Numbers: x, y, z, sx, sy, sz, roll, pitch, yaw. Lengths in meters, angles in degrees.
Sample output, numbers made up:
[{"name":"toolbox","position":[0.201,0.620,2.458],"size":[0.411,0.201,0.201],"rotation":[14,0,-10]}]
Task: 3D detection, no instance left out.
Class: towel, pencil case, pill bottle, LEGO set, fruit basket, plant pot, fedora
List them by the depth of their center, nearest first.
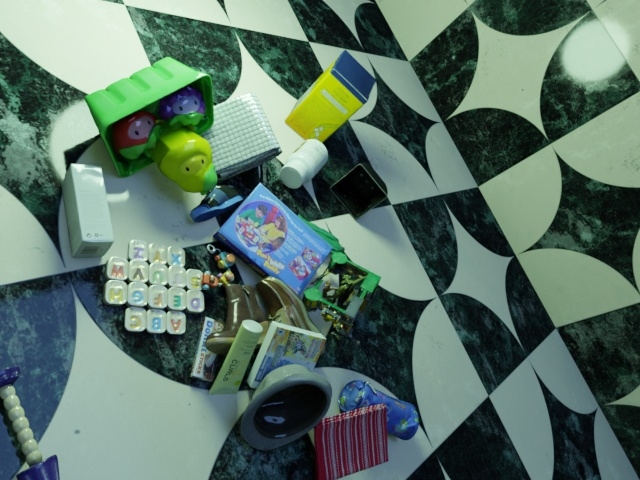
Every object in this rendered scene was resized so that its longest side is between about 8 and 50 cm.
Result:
[{"name":"fedora","position":[-0.107,0.459,1.317],"size":[0.243,0.275,0.124],"rotation":[56,-3,-33]},{"name":"fruit basket","position":[-0.460,-0.320,1.389],"size":[0.392,0.283,0.391],"rotation":[4,63,-8]},{"name":"towel","position":[0.099,0.633,1.422],"size":[0.275,0.031,0.198],"rotation":[-3,92,-29]},{"name":"pencil case","position":[0.207,0.580,1.568],"size":[0.306,0.133,0.119],"rotation":[33,11,-24]},{"name":"towel","position":[-0.307,-0.356,1.607],"size":[0.121,0.284,0.234],"rotation":[56,10,-87]},{"name":"LEGO set","position":[0.067,0.223,1.672],"size":[0.255,0.192,0.331],"rotation":[21,42,7]},{"name":"pill bottle","position":[-0.070,-0.312,1.869],"size":[0.131,0.131,0.229],"rotation":[46,44,-10]},{"name":"plant pot","position":[0.190,-0.239,2.033],"size":[0.188,0.187,0.167],"rotation":[50,31,-6]}]

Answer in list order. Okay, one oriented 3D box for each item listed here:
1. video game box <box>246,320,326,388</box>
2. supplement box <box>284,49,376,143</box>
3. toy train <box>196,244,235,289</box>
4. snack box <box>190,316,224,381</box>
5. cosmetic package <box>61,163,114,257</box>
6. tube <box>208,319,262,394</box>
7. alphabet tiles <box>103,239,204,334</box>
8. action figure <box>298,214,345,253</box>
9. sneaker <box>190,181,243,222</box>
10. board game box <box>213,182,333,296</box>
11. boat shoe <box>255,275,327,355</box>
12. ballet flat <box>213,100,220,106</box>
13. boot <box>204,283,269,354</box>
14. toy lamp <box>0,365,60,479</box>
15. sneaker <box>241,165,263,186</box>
[{"name":"video game box","position":[-0.102,0.367,1.398],"size":[0.187,0.048,0.205],"rotation":[21,93,-33]},{"name":"supplement box","position":[0.041,-0.607,1.985],"size":[0.195,0.357,0.194],"rotation":[39,46,-18]},{"name":"toy train","position":[-0.321,0.088,1.445],"size":[0.125,0.046,0.166],"rotation":[32,44,-36]},{"name":"snack box","position":[-0.329,0.317,1.328],"size":[0.064,0.022,0.178],"rotation":[27,49,-30]},{"name":"cosmetic package","position":[-0.633,-0.079,1.234],"size":[0.086,0.117,0.231],"rotation":[0,66,-42]},{"name":"tube","position":[-0.232,0.338,1.278],"size":[0.070,0.240,0.062],"rotation":[26,15,3]},{"name":"alphabet tiles","position":[-0.472,0.132,1.317],"size":[0.284,0.021,0.277],"rotation":[14,57,-37]},{"name":"action figure","position":[0.000,0.000,1.789],"size":[0.232,0.063,0.137],"rotation":[25,49,-24]},{"name":"sneaker","position":[-0.365,-0.134,1.540],"size":[0.090,0.081,0.232],"rotation":[54,36,2]},{"name":"board game box","position":[-0.157,0.006,1.572],"size":[0.347,0.078,0.233],"rotation":[42,65,-12]},{"name":"boat shoe","position":[-0.107,0.267,1.489],"size":[0.324,0.123,0.120],"rotation":[53,48,-2]},{"name":"ballet flat","position":[-0.402,-0.513,1.757],"size":[0.173,0.049,0.057],"rotation":[15,57,-35]},{"name":"boot","position":[-0.268,0.232,1.387],"size":[0.248,0.090,0.206],"rotation":[10,50,-51]},{"name":"toy lamp","position":[-0.629,0.408,0.966],"size":[0.080,0.080,0.274],"rotation":[-16,75,-46]},{"name":"sneaker","position":[-0.248,-0.334,1.750],"size":[0.124,0.107,0.283],"rotation":[3,63,-48]}]
